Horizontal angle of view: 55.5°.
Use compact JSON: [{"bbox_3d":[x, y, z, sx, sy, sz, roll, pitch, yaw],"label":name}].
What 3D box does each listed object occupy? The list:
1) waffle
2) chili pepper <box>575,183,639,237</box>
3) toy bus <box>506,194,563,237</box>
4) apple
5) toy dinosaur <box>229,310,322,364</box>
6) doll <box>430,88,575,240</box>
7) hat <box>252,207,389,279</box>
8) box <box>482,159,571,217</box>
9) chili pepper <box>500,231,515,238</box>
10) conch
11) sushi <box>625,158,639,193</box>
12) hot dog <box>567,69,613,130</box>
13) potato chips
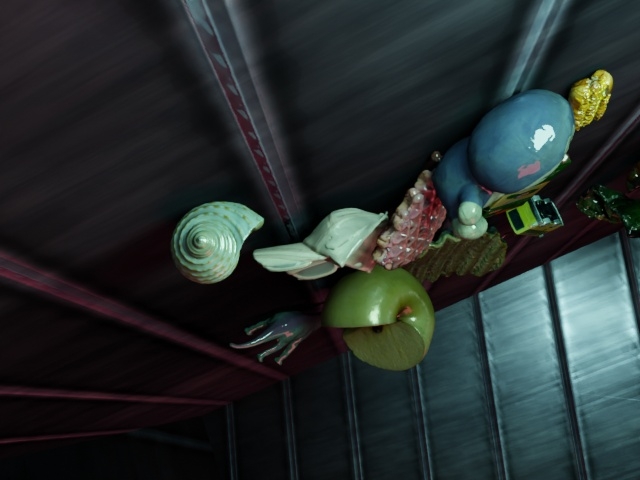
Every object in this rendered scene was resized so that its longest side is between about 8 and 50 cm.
[{"bbox_3d":[0.185,-0.035,1.151,0.221,0.055,0.234,-59,159,9],"label":"waffle"},{"bbox_3d":[0.864,-0.094,1.764,0.148,0.116,0.264,3,-162,-19],"label":"chili pepper"},{"bbox_3d":[0.591,-0.064,1.674,0.101,0.088,0.175,-32,159,34],"label":"toy bus"},{"bbox_3d":[0.155,0.186,1.609,0.295,0.233,0.258,36,155,-25],"label":"apple"},{"bbox_3d":[-0.045,0.220,1.771,0.331,0.129,0.383,-37,159,12],"label":"toy dinosaur"},{"bbox_3d":[0.292,-0.130,0.965,0.228,0.154,0.258,-51,-169,-35],"label":"doll"},{"bbox_3d":[0.000,0.000,1.136,0.226,0.164,0.219,15,176,16],"label":"hat"},{"bbox_3d":[0.461,-0.122,1.409,0.132,0.034,0.235,-18,164,-16],"label":"box"},{"bbox_3d":[0.496,0.028,1.903,0.059,0.050,0.268,14,147,-31],"label":"chili pepper"},{"bbox_3d":[-0.148,-0.007,0.865,0.135,0.102,0.153,-34,-164,2],"label":"conch"},{"bbox_3d":[0.949,-0.181,1.614,0.238,0.219,0.225,-60,-177,41],"label":"sushi"},{"bbox_3d":[0.448,-0.233,1.017,0.071,0.045,0.165,-24,165,12],"label":"hot dog"},{"bbox_3d":[0.371,0.057,1.775,0.358,0.070,0.429,-13,160,-1],"label":"potato chips"}]
